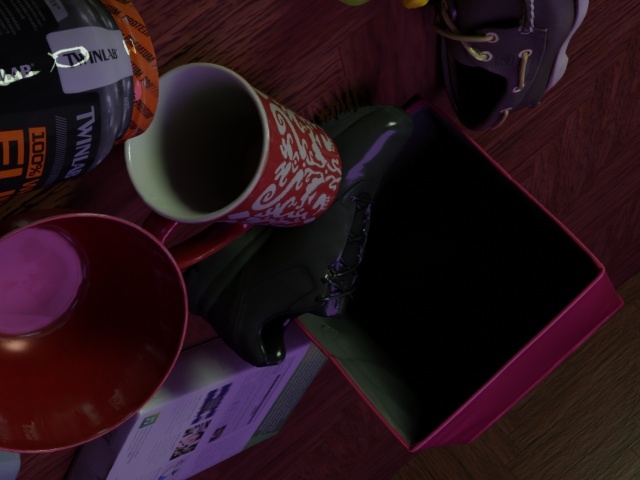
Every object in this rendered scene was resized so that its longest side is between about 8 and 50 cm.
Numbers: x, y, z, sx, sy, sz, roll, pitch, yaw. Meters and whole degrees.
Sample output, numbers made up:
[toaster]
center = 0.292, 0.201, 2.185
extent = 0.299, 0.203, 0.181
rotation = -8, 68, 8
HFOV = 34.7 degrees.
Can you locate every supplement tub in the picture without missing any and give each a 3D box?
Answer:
[supplement tub]
center = -0.187, -0.074, 0.529
extent = 0.190, 0.117, 0.117
rotation = -23, 152, -37

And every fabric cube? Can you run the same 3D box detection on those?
[fabric cube]
center = 0.136, 0.046, 1.093
extent = 0.254, 0.259, 0.258
rotation = -46, 159, 9

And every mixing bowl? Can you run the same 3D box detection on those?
[mixing bowl]
center = -0.196, 0.049, 0.727
extent = 0.182, 0.098, 0.181
rotation = -14, 119, -27

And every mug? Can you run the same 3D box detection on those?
[mug]
center = -0.071, -0.054, 0.787
extent = 0.150, 0.113, 0.169
rotation = -29, 167, 19

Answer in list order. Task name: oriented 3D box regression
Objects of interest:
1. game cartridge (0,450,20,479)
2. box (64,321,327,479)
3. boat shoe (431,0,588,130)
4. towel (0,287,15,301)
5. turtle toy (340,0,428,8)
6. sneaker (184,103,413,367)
[game cartridge]
center = -0.407, 0.284, 0.927
extent = 0.297, 0.062, 0.198
rotation = -49, 152, 19
[box]
center = -0.134, 0.199, 1.206
extent = 0.322, 0.058, 0.232
rotation = -16, 147, -44
[boat shoe]
center = 0.150, -0.185, 0.877
extent = 0.097, 0.116, 0.324
rotation = -43, 164, -3
[towel]
center = -0.303, 0.087, 0.775
extent = 0.152, 0.023, 0.113
rotation = -22, 149, -34
[turtle toy]
center = 0.061, -0.211, 0.727
extent = 0.130, 0.095, 0.066
rotation = -25, -177, 9
[sneaker]
center = 0.000, 0.000, 0.954
extent = 0.286, 0.130, 0.109
rotation = -51, 154, 19
